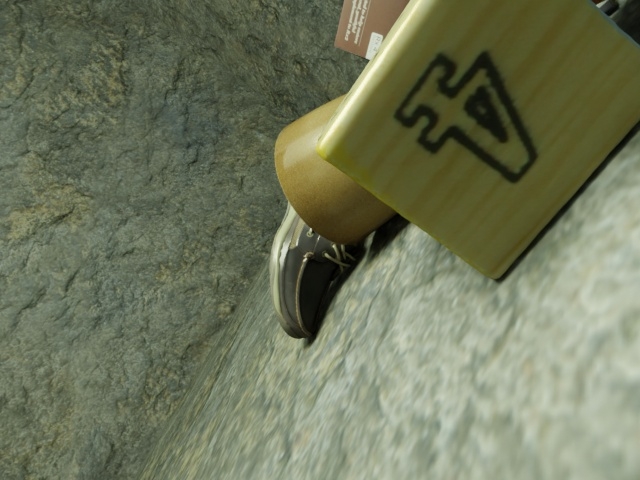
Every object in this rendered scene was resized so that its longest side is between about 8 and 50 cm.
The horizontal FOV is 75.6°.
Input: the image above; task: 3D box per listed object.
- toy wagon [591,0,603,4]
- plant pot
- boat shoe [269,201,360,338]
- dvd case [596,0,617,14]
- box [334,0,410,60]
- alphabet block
[{"bbox_3d":[0.257,-0.315,0.275,0.344,0.267,0.068,-48,55,59],"label":"toy wagon"},{"bbox_3d":[0.098,-0.145,0.646,0.254,0.237,0.237,-27,27,40],"label":"plant pot"},{"bbox_3d":[0.000,0.000,0.757,0.130,0.132,0.355,-3,65,23],"label":"boat shoe"},{"bbox_3d":[0.221,-0.313,0.522,0.018,0.221,0.164,-36,-3,-34],"label":"dvd case"},{"bbox_3d":[0.201,-0.466,0.824,0.381,0.143,0.191,-33,-33,-49],"label":"box"},{"bbox_3d":[0.127,-0.117,0.389,0.197,0.193,0.192,-54,8,15],"label":"alphabet block"}]
